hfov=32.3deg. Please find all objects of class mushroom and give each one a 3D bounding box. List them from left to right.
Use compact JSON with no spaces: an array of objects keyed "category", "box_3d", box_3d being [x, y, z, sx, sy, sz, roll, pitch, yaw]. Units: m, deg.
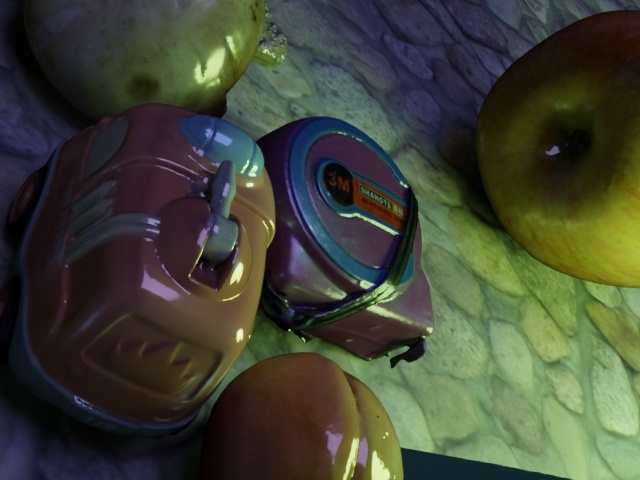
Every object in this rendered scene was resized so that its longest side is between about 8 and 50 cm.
[{"category":"mushroom","box_3d":[-0.177,-0.225,1.115,0.255,0.184,0.255,3,81,-21]}]

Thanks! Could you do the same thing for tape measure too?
[{"category":"tape measure","box_3d":[0.000,0.000,1.155,0.231,0.149,0.245,23,52,-37]}]

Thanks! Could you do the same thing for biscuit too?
[{"category":"biscuit","box_3d":[-0.131,-0.330,1.382,0.133,0.032,0.250,-1,61,-46]}]

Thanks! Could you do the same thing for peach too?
[{"category":"peach","box_3d":[-0.016,0.187,0.951,0.184,0.184,0.184,28,43,-29]}]

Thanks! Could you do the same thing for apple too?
[{"category":"apple","box_3d":[0.405,-0.120,1.482,0.346,0.391,0.391,-8,66,-51]}]

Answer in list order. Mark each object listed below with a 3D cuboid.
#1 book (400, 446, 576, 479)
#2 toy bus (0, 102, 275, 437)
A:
[{"category":"book","box_3d":[0.175,0.309,0.981,0.379,0.031,0.264,9,40,7]},{"category":"toy bus","box_3d":[-0.142,0.010,0.921,0.194,0.232,0.288,27,44,-25]}]
